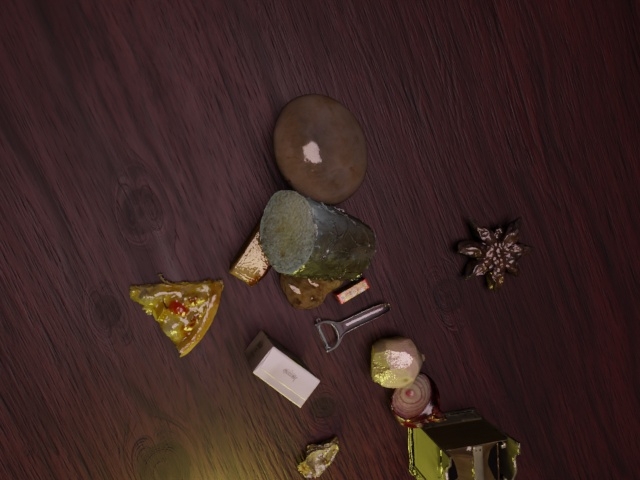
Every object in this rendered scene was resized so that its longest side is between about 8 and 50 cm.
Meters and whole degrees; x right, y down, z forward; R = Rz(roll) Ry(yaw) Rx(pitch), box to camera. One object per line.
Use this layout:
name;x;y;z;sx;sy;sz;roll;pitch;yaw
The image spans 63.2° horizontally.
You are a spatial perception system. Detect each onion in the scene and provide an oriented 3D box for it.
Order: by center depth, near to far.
onion;0.368;0.589;1.849;0.195;0.218;0.140;-49;132;-18

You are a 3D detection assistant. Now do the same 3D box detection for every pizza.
pizza;-0.488;0.222;1.692;0.287;0.075;0.280;20;88;-14

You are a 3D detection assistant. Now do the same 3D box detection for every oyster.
oyster;-0.004;0.766;1.852;0.105;0.056;0.177;43;84;-19

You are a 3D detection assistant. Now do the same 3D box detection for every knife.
knife;0.119;0.281;1.850;0.278;0.053;0.123;-24;94;-11

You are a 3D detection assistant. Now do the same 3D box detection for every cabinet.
cabinet;0.505;0.776;1.837;0.290;0.318;0.228;-4;95;-14

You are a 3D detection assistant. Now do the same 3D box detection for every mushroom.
mushroom;-0.020;-0.284;1.678;0.362;0.294;0.362;15;69;-45

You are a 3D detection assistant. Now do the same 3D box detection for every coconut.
coconut;0.274;0.423;1.834;0.194;0.194;0.194;-1;94;-13

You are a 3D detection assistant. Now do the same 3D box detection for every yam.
yam;0.000;0.000;1.582;0.348;0.241;0.241;15;90;-48

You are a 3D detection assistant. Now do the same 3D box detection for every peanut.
peanut;-0.031;0.127;1.775;0.197;0.110;0.233;44;84;-17

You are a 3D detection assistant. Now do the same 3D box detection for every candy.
candy;0.108;0.175;1.835;0.122;0.062;0.038;-30;100;-9

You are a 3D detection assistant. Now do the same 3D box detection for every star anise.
star anise;0.647;0.030;1.929;0.315;0.108;0.315;-1;100;-8

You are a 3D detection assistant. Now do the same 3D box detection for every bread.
bread;-0.186;0.012;1.695;0.114;0.185;0.275;34;85;-9

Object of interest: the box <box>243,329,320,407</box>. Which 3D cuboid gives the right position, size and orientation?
box;-0.133;0.409;1.694;0.194;0.260;0.111;40;80;-14
